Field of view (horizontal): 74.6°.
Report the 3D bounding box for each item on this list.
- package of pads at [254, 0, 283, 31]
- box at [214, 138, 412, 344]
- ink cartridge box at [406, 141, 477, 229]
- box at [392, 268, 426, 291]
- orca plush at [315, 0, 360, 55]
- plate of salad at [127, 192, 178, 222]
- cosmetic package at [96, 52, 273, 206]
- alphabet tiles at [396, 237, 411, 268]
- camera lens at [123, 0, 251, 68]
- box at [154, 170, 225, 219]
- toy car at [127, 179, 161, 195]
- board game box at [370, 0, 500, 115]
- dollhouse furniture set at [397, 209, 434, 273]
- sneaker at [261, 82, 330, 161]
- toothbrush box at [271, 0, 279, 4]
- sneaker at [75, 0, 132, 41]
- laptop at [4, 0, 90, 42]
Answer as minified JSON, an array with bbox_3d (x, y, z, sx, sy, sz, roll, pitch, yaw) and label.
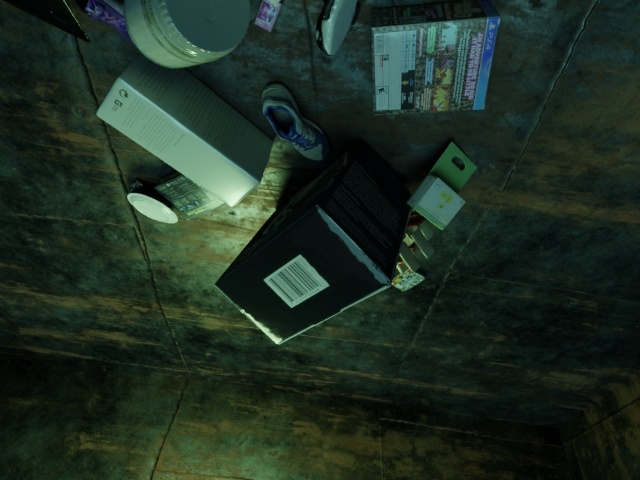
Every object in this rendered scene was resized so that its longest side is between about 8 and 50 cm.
[{"bbox_3d":[-0.135,-0.589,1.086,0.050,0.031,0.083,21,135,-17],"label":"package of pads"},{"bbox_3d":[0.000,0.000,1.333,0.480,0.471,0.297,-35,104,35],"label":"box"},{"bbox_3d":[0.404,-0.169,1.343,0.171,0.056,0.235,29,102,-37],"label":"ink cartridge box"},{"bbox_3d":[0.376,0.167,1.830,0.094,0.027,0.137,29,133,-20],"label":"box"},{"bbox_3d":[0.028,-0.604,1.002,0.102,0.151,0.287,34,144,18],"label":"orca plush"},{"bbox_3d":[-0.635,-0.128,1.603,0.200,0.048,0.199,17,154,8],"label":"plate of salad"},{"bbox_3d":[-0.377,-0.332,1.253,0.453,0.229,0.162,36,130,-26],"label":"cosmetic package"},{"bbox_3d":[0.255,-0.003,1.677,0.286,0.011,0.342,2,137,5],"label":"alphabet tiles"},{"bbox_3d":[-0.315,-0.526,0.979,0.274,0.219,0.219,19,155,49],"label":"camera lens"},{"bbox_3d":[-0.455,-0.186,1.543,0.233,0.059,0.183,-19,131,25],"label":"box"},{"bbox_3d":[-0.654,-0.186,1.582,0.122,0.040,0.060,25,113,-15],"label":"toy car"},{"bbox_3d":[0.278,-0.466,1.081,0.292,0.141,0.231,0,137,8],"label":"board game box"},{"bbox_3d":[0.252,0.002,1.411,0.135,0.259,0.262,54,152,-10],"label":"dollhouse furniture set"},{"bbox_3d":[-0.081,-0.329,1.287,0.112,0.130,0.296,-26,129,28],"label":"sneaker"},{"bbox_3d":[-0.081,-0.691,0.857,0.217,0.126,0.296,29,126,-35],"label":"toothbrush box"},{"bbox_3d":[-0.554,-0.595,1.085,0.095,0.104,0.236,-29,127,31],"label":"sneaker"},{"bbox_3d":[-0.702,-0.740,0.932,0.382,0.236,0.407,27,108,5],"label":"laptop"}]
